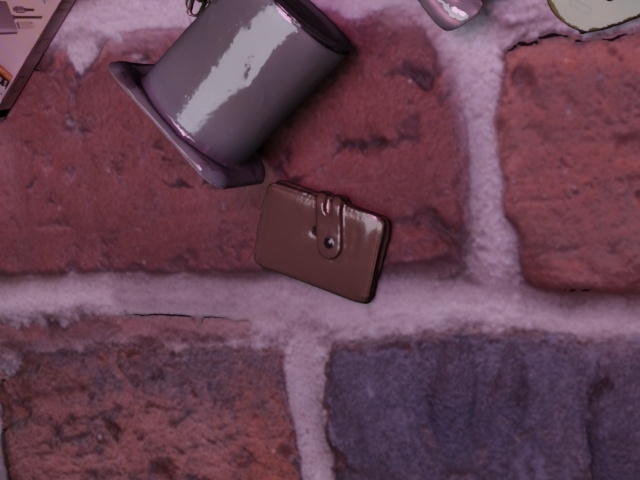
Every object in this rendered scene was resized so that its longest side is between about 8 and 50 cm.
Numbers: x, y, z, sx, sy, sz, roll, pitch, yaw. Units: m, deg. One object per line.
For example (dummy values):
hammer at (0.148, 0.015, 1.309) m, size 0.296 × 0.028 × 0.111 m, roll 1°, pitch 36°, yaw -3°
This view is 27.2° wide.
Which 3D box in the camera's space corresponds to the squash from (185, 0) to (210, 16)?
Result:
squash at (-0.090, -0.398, 1.431) m, size 0.080 × 0.071 × 0.319 m, roll 29°, pitch 107°, yaw 12°

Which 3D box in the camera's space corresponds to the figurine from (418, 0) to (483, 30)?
figurine at (0.027, -0.371, 1.300) m, size 0.224 × 0.205 × 0.382 m, roll -28°, pitch 109°, yaw -5°

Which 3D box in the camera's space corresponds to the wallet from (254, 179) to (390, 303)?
wallet at (0.000, 0.000, 1.501) m, size 0.152 × 0.038 × 0.118 m, roll 19°, pitch 112°, yaw 22°

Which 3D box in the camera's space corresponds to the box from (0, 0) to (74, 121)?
box at (-0.386, -0.278, 1.625) m, size 0.129 × 0.033 × 0.247 m, roll 43°, pitch 116°, yaw 12°

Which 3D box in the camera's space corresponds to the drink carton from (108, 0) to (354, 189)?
drink carton at (-0.085, -0.189, 1.428) m, size 0.185 × 0.191 × 0.190 m, roll 44°, pitch 107°, yaw 12°

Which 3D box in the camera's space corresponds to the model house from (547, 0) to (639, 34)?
model house at (0.253, -0.300, 1.177) m, size 0.218 × 0.278 × 0.205 m, roll -17°, pitch 92°, yaw 27°
